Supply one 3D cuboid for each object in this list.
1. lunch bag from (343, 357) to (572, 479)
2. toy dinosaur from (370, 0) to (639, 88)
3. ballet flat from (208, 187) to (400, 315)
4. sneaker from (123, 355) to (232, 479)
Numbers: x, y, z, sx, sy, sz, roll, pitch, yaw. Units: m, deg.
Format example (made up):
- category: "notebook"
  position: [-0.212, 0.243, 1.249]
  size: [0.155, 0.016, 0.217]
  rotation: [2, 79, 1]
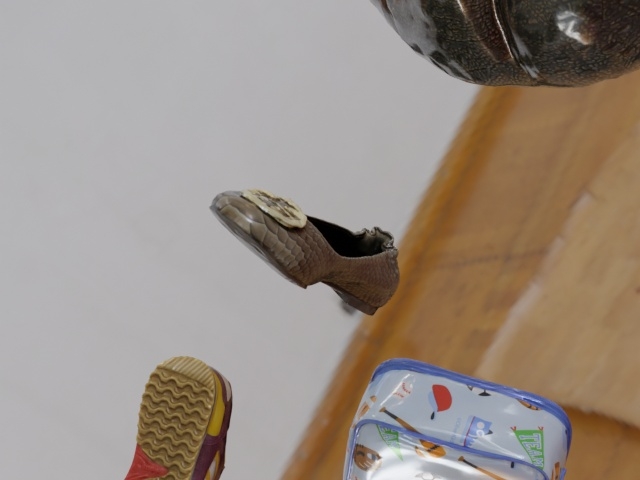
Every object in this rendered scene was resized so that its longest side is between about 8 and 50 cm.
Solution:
- category: "lunch bag"
  position: [0.148, 0.267, 1.675]
  size: [0.303, 0.243, 0.115]
  rotation: [92, -165, -48]
- category: "toy dinosaur"
  position: [0.073, -0.106, 0.526]
  size: [0.313, 0.160, 0.121]
  rotation: [-6, 33, 34]
- category: "ballet flat"
  position: [0.000, 0.000, 1.067]
  size: [0.058, 0.250, 0.084]
  rotation: [-49, 64, 7]
- category: "sneaker"
  position: [-0.104, 0.175, 1.065]
  size: [0.069, 0.084, 0.185]
  rotation: [18, 78, 22]
